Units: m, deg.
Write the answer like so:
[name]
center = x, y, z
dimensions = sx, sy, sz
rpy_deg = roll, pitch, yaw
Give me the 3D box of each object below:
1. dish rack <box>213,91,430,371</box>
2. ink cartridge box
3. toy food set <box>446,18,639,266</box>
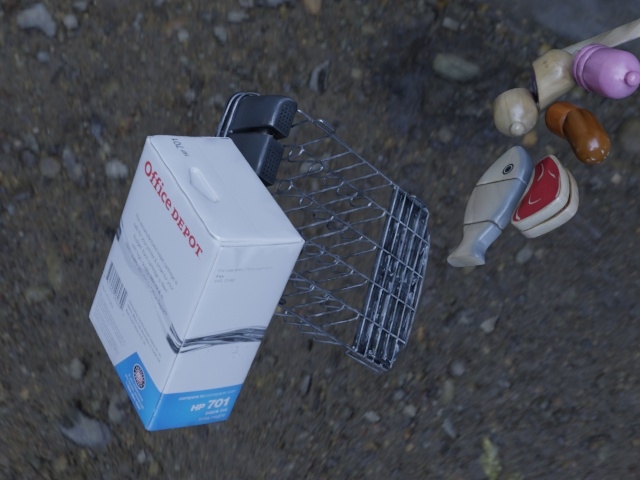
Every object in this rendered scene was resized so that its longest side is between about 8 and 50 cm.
[dish rack]
center = 0.000, 0.000, 1.207
dimensions = 0.271, 0.074, 0.208
rpy_deg = 34, 64, -39
[ink cartridge box]
center = -0.104, 0.032, 0.984
dimensions = 0.082, 0.191, 0.139
rpy_deg = -1, 40, -36
[toy food set]
center = 0.093, -0.047, 0.504
dimensions = 0.019, 0.078, 0.122
rpy_deg = 43, 53, -26
